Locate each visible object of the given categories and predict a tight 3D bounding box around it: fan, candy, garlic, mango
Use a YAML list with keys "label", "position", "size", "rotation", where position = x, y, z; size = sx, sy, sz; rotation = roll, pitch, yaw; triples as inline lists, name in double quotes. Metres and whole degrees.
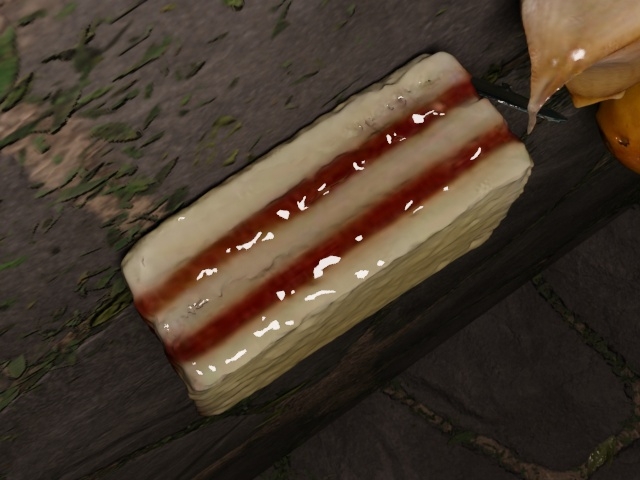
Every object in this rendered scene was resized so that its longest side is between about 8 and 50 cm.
- label: "fan"
  position: [0.159, -0.128, 0.893]
  size: [0.175, 0.113, 0.005]
  rotation: [-47, 159, -73]
- label: "candy"
  position: [0.000, 0.000, 0.841]
  size: [0.320, 0.135, 0.179]
  rotation: [-32, 165, -7]
- label: "garlic"
  position: [0.204, -0.171, 0.794]
  size: [0.128, 0.115, 0.206]
  rotation: [-37, 171, 29]
- label: "mango"
  position: [0.410, -0.163, 1.229]
  size: [0.248, 0.151, 0.156]
  rotation: [-28, 155, -54]
